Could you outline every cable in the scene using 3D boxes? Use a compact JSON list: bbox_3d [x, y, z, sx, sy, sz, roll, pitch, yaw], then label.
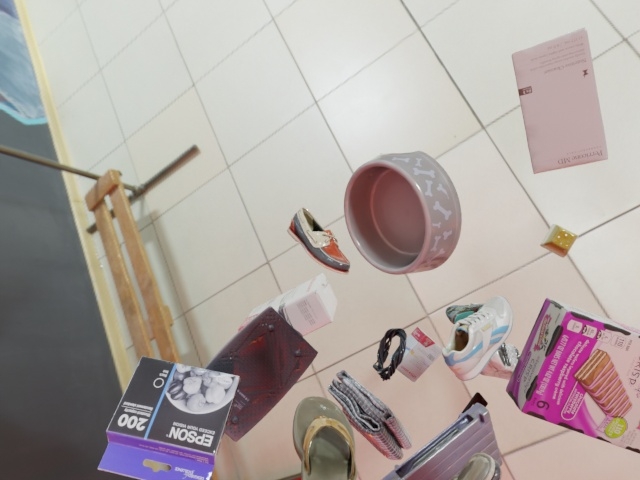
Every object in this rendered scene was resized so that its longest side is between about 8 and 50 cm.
[{"bbox_3d":[0.238,0.384,1.596,0.047,0.150,0.185,25,102,-12],"label":"cable"}]

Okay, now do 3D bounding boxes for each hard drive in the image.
[{"bbox_3d":[-0.147,0.280,1.006,0.255,0.054,0.172,-46,102,-9],"label":"hard drive"}]

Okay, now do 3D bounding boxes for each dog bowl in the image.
[{"bbox_3d":[0.197,-0.068,1.241,0.348,0.102,0.349,26,124,45],"label":"dog bowl"}]

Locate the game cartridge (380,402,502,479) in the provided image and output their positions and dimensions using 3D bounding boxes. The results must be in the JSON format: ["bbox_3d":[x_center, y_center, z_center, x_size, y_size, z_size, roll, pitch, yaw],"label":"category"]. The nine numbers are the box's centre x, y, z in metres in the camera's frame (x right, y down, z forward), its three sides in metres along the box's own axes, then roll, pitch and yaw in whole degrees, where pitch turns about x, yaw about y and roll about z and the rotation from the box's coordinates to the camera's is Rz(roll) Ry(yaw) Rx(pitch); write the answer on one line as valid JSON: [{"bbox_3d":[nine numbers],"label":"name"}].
[{"bbox_3d":[0.335,0.629,1.268,0.354,0.230,0.068,-29,28,-19],"label":"game cartridge"}]

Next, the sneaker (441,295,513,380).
[{"bbox_3d":[0.370,0.211,1.094,0.229,0.092,0.087,-49,22,-23],"label":"sneaker"}]

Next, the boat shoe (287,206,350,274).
[{"bbox_3d":[0.000,0.000,0.674,0.137,0.049,0.043,43,109,42],"label":"boat shoe"}]

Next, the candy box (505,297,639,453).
[{"bbox_3d":[0.409,0.197,0.660,0.233,0.071,0.159,18,100,-1],"label":"candy box"}]

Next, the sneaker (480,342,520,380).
[{"bbox_3d":[0.550,0.379,1.453,0.118,0.292,0.110,-25,53,30],"label":"sneaker"}]

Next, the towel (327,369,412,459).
[{"bbox_3d":[0.159,0.595,1.589,0.121,0.235,0.283,-45,40,-14],"label":"towel"}]

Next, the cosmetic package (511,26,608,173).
[{"bbox_3d":[0.745,-0.416,1.457,0.217,0.156,0.386,-12,93,31],"label":"cosmetic package"}]

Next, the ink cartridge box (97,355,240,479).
[{"bbox_3d":[-0.277,0.335,0.870,0.206,0.045,0.209,10,53,4],"label":"ink cartridge box"}]

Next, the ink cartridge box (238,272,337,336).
[{"bbox_3d":[-0.080,0.201,1.264,0.237,0.172,0.100,-28,97,12],"label":"ink cartridge box"}]

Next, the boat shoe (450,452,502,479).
[{"bbox_3d":[0.263,0.418,0.781,0.064,0.075,0.206,25,137,12],"label":"boat shoe"}]

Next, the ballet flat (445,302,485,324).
[{"bbox_3d":[0.473,0.222,1.472,0.070,0.188,0.070,-6,83,62],"label":"ballet flat"}]

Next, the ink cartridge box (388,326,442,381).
[{"bbox_3d":[0.374,0.448,1.839,0.175,0.127,0.072,-47,26,3],"label":"ink cartridge box"}]

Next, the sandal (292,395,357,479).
[{"bbox_3d":[0.006,0.228,0.500,0.072,0.180,0.049,4,113,-4],"label":"sandal"}]

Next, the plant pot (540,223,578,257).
[{"bbox_3d":[0.741,-0.002,1.440,0.081,0.083,0.082,31,94,16],"label":"plant pot"}]

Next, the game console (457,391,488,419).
[{"bbox_3d":[0.514,0.588,1.621,0.122,0.107,0.071,-48,25,-14],"label":"game console"}]
